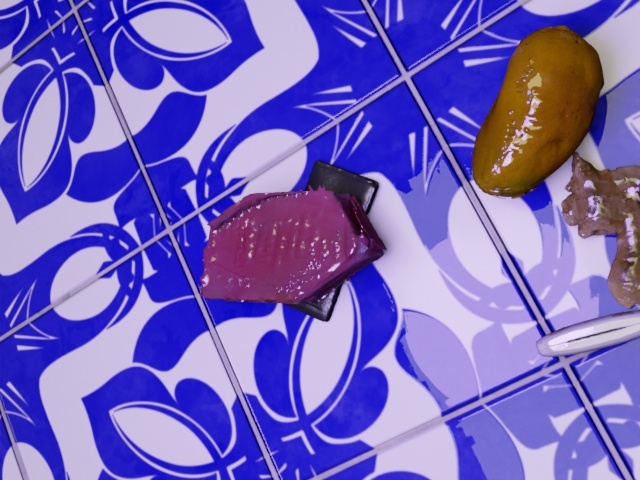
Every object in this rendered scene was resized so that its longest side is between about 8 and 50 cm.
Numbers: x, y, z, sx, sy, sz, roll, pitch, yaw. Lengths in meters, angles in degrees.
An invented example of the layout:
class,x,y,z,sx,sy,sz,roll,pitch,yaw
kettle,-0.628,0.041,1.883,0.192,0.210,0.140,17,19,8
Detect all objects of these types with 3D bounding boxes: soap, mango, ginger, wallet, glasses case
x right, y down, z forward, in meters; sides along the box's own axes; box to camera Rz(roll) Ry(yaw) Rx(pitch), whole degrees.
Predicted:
class,x,y,z,sx,sy,sz,roll,pitch,yaw
soap,-0.041,0.010,1.149,0.289,0.112,0.182,-1,88,27
mango,0.291,-0.171,1.014,0.151,0.156,0.248,34,95,42
ginger,0.400,-0.016,1.019,0.133,0.059,0.214,2,88,15
wallet,0.000,0.000,1.204,0.124,0.025,0.244,23,97,26
glasses case,0.378,0.127,1.012,0.164,0.063,0.041,-19,78,21
